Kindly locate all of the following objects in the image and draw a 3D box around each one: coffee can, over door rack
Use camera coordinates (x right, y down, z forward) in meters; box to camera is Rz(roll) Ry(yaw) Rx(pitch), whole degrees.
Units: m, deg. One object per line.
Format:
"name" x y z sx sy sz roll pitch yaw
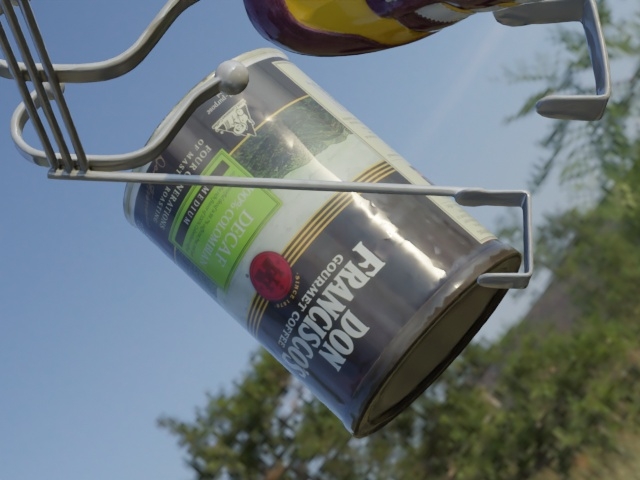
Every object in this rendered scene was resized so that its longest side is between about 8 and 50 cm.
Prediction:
"coffee can" 0.000 0.000 1.178 0.201 0.275 0.201 -43 -17 -17
"over door rack" -0.022 -0.093 0.733 0.239 0.324 0.108 89 -164 -68

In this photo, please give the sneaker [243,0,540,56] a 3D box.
"sneaker" 0.048 -0.098 0.413 0.185 0.070 0.084 -20 14 26
